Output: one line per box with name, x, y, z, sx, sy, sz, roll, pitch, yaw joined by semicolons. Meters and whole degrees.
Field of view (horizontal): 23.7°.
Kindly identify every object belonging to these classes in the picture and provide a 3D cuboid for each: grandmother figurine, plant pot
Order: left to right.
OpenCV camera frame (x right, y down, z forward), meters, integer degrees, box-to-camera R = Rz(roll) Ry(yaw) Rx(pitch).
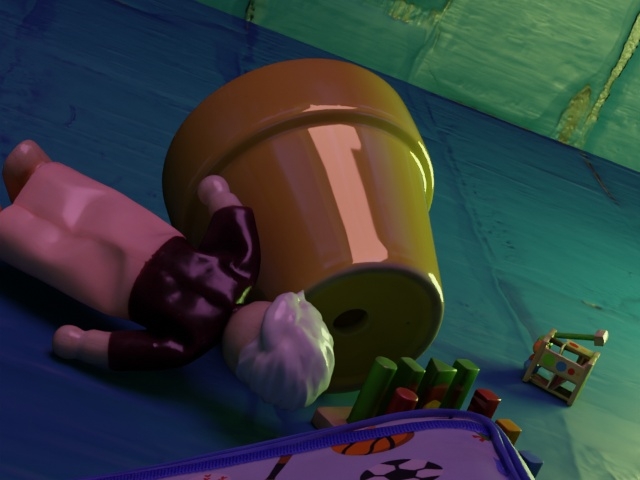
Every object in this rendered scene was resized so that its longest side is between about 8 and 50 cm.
grandmother figurine;-0.132;0.031;1.271;0.342;0.208;0.104;29;-15;22
plant pot;0.000;0.000;1.405;0.254;0.254;0.239;12;36;-30

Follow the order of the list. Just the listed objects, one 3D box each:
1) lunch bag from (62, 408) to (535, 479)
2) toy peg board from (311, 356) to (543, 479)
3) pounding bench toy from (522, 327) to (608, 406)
lunch bag;-0.048;0.162;0.660;0.303;0.115;0.243;-9;14;-2
toy peg board;0.108;0.165;1.299;0.161;0.079;0.160;5;25;-43
pounding bench toy;0.258;0.118;1.603;0.065;0.083;0.052;28;19;13
